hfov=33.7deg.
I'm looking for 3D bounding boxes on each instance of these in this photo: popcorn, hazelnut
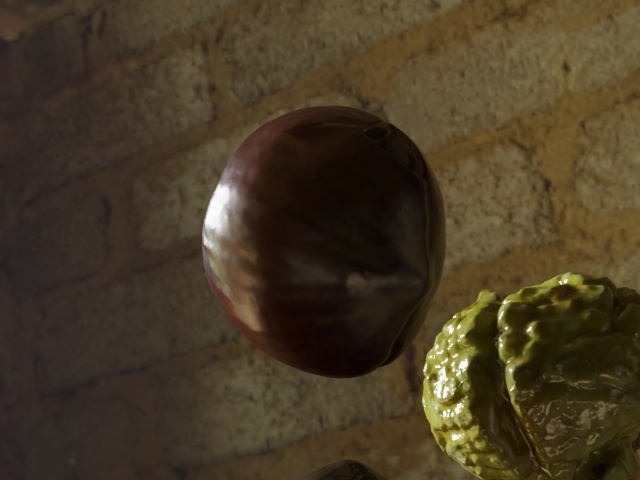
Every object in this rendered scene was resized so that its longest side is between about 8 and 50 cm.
[{"bbox_3d":[0.244,0.157,1.130,0.258,0.270,0.224,29,4,2],"label":"popcorn"},{"bbox_3d":[0.000,0.000,1.686,0.402,0.429,0.402,12,19,-4],"label":"hazelnut"}]

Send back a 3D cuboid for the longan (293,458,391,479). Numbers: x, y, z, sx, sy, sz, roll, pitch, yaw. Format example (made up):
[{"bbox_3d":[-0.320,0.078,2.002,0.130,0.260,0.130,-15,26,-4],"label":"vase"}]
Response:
[{"bbox_3d":[0.032,0.520,1.896,0.258,0.258,0.258,-9,-15,-2],"label":"longan"}]

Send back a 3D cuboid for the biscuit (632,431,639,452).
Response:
[{"bbox_3d":[0.644,0.319,2.010,0.026,0.131,0.237,26,32,38],"label":"biscuit"}]
